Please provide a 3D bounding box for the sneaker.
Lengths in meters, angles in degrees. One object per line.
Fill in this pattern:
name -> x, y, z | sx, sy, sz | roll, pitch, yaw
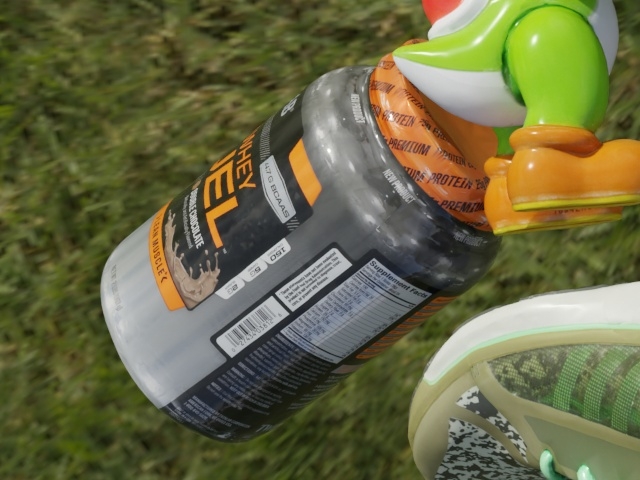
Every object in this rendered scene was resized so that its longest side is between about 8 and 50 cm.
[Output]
sneaker -> 0.191, 0.120, 1.098 | 0.410, 0.158, 0.182 | -25, 55, 49

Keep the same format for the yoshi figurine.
yoshi figurine -> 0.177, -0.194, 1.370 | 0.204, 0.203, 0.362 | -13, 82, 33

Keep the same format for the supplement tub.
supplement tub -> 0.000, 0.000, 1.598 | 0.338, 0.207, 0.207 | -38, 88, 28
